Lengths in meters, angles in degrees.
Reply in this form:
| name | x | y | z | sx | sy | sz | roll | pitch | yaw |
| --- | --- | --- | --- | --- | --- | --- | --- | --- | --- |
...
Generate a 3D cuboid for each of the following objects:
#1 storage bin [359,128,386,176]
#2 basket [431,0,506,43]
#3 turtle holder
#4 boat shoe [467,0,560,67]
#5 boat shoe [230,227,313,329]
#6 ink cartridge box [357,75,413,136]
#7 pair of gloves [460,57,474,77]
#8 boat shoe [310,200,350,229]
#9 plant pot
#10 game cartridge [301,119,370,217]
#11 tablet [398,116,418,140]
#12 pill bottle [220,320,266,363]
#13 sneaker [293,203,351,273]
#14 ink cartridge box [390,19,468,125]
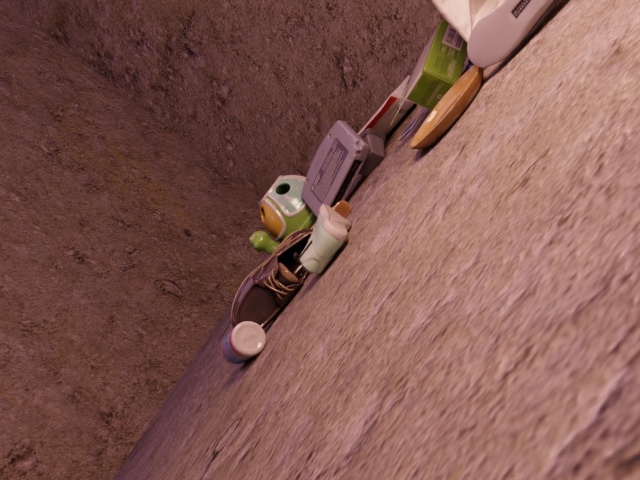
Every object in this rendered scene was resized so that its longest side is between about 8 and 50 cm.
| name | x | y | z | sx | sy | sz | roll | pitch | yaw |
| --- | --- | --- | --- | --- | --- | --- | --- | --- | --- |
| storage bin | 0.156 | -0.272 | 2.140 | 0.135 | 0.098 | 0.091 | -47 | 36 | 41 |
| basket | 0.377 | -0.674 | 1.449 | 0.331 | 0.328 | 0.266 | -35 | 13 | 37 |
| turtle holder | -0.115 | -0.086 | 2.389 | 0.320 | 0.227 | 0.243 | -52 | 7 | 2 |
| boat shoe | 0.394 | -0.445 | 1.304 | 0.088 | 0.096 | 0.267 | -22 | -21 | -36 |
| boat shoe | -0.116 | 0.098 | 1.786 | 0.355 | 0.132 | 0.130 | -56 | 7 | -20 |
| ink cartridge box | 0.200 | -0.385 | 2.311 | 0.308 | 0.091 | 0.385 | -47 | 4 | 36 |
| pair of gloves | 0.398 | -0.471 | 1.720 | 0.198 | 0.023 | 0.159 | -55 | 7 | -14 |
| boat shoe | 0.021 | -0.044 | 1.939 | 0.170 | 0.063 | 0.059 | -44 | 2 | -10 |
| plant pot | 0.285 | -0.290 | 1.480 | 0.236 | 0.032 | 0.236 | -52 | 5 | 7 |
| game cartridge | 0.041 | -0.229 | 2.173 | 0.297 | 0.062 | 0.198 | -62 | 35 | 24 |
| tablet | 0.266 | -0.337 | 2.019 | 0.054 | 0.006 | 0.083 | -55 | 7 | -28 |
| pill bottle | -0.201 | 0.262 | 1.677 | 0.087 | 0.087 | 0.160 | -56 | 6 | -30 |
| sneaker | 0.000 | 0.000 | 1.665 | 0.151 | 0.094 | 0.256 | -54 | 4 | 13 |
| ink cartridge box | 0.292 | -0.424 | 1.776 | 0.255 | 0.097 | 0.189 | 120 | 173 | -62 |
